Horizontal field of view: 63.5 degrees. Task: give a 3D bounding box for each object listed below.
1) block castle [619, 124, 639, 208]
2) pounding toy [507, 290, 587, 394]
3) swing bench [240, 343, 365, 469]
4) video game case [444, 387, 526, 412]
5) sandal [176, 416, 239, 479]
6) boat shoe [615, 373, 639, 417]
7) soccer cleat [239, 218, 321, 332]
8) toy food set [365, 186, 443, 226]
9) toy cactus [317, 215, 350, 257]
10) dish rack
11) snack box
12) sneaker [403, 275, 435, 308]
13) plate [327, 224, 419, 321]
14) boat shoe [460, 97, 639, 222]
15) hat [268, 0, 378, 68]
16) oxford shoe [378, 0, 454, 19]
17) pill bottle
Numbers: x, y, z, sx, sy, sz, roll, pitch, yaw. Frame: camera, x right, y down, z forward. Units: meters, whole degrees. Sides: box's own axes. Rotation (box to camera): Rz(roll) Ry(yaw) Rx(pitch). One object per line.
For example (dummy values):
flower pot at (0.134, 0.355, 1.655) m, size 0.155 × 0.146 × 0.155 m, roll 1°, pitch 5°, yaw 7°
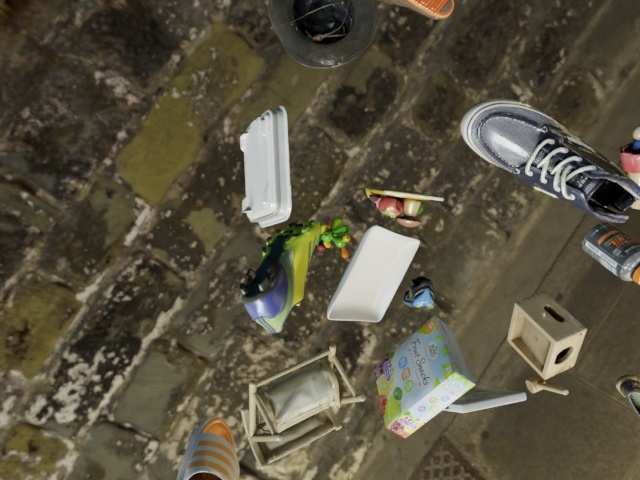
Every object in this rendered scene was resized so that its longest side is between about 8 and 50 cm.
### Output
block castle at (0.955, -0.193, 1.157) m, size 0.303 × 0.213 × 0.453 m, roll -31°, pitch 28°, yaw -27°
pounding toy at (0.510, 0.250, 1.141) m, size 0.094 × 0.206 × 0.181 m, roll -19°, pitch 41°, yaw -15°
swing bench at (-0.058, 0.434, 1.346) m, size 0.165 × 0.253 × 0.255 m, roll 57°, pitch 148°, yaw 26°
video game case at (0.594, 0.637, 2.075) m, size 0.300 × 0.328 × 0.036 m, roll -24°, pitch 69°, yaw 61°
sandal at (-0.173, 0.393, 0.795) m, size 0.076 × 0.102 × 0.265 m, roll -26°, pitch 26°, yaw 28°
boat shoe at (0.856, 0.441, 1.330) m, size 0.080 × 0.223 × 0.073 m, roll -46°, pitch 4°, yaw 29°
soccer cleat at (-0.063, 0.061, 1.008) m, size 0.093 × 0.121 × 0.289 m, roll -13°, pitch 27°, yaw 29°
toy food set at (0.162, -0.069, 1.078) m, size 0.218 × 0.128 × 0.071 m, roll -120°, pitch 37°, yaw -80°
toy cactus at (0.000, 0.000, 1.483) m, size 0.180 × 0.112 × 0.219 m, roll -15°, pitch 13°, yaw 7°
dish rack at (-0.175, -0.214, 1.548) m, size 0.285 × 0.072 × 0.333 m, roll 170°, pitch 99°, yaw -64°
snack box at (0.219, 0.297, 1.137) m, size 0.207 × 0.070 × 0.175 m, roll -46°, pitch 25°, yaw 21°
sneaker at (0.251, 0.130, 1.288) m, size 0.188 × 0.067 × 0.078 m, roll 90°, pitch -169°, yaw -82°
plate at (0.144, 0.096, 1.442) m, size 0.045 × 0.278 × 0.278 m, roll 32°, pitch 101°, yaw 37°
boat shoe at (0.422, -0.144, 0.929) m, size 0.158 × 0.340 × 0.127 m, roll -98°, pitch 30°, yaw -61°
hat at (0.012, -0.654, 1.512) m, size 0.331 × 0.331 × 0.134 m, roll -53°, pitch -2°, yaw 5°
oxford shoe at (0.234, -0.761, 1.538) m, size 0.130 × 0.363 × 0.133 m, roll -49°, pitch -6°, yaw -13°
pill bottle at (1.036, 0.052, 1.777) m, size 0.130 × 0.130 × 0.246 m, roll -49°, pitch 36°, yaw 13°
